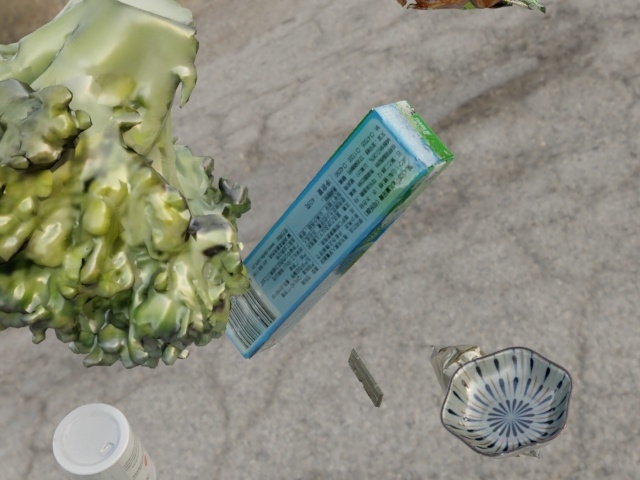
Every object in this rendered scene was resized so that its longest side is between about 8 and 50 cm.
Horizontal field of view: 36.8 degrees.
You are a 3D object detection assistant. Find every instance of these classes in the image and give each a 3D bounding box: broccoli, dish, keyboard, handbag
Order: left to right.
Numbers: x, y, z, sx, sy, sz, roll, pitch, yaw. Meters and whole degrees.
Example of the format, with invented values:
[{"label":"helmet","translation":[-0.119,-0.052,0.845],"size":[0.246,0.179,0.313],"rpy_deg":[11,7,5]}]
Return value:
[{"label":"broccoli","translation":[-0.208,-0.050,0.731],"size":[0.324,0.272,0.334],"rpy_deg":[-7,26,-13]},{"label":"keyboard","translation":[0.095,0.285,2.003],"size":[0.015,0.049,0.129],"rpy_deg":[-11,48,-27]},{"label":"handbag","translation":[0.302,0.292,1.774],"size":[0.117,0.270,0.182],"rpy_deg":[-36,-7,-7]},{"label":"dish","translation":[0.265,0.240,1.343],"size":[0.191,0.066,0.190],"rpy_deg":[-14,39,12]}]

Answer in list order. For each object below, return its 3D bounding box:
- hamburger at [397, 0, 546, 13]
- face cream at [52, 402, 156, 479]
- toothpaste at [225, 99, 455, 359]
[{"label":"hamburger","translation":[0.184,-0.417,1.180],"size":[0.150,0.261,0.276],"rpy_deg":[110,177,-70]},{"label":"face cream","translation":[-0.397,0.464,1.885],"size":[0.145,0.369,0.145],"rpy_deg":[-3,53,4]},{"label":"toothpaste","translation":[0.000,0.000,0.789],"size":[0.050,0.065,0.266],"rpy_deg":[-21,-21,-50]}]
